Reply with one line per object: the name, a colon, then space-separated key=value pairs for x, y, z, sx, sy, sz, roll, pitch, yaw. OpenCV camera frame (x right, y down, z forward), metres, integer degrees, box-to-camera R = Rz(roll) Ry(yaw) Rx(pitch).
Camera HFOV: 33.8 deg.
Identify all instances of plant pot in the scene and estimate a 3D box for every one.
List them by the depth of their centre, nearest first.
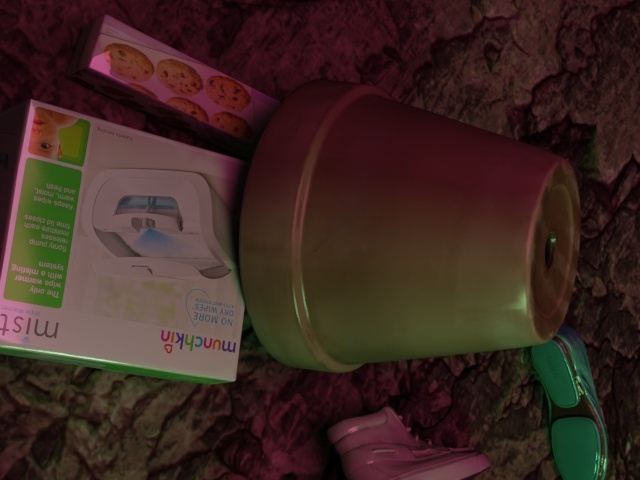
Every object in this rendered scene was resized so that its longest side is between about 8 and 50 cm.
plant pot: x=0.114 y=-0.006 z=1.113 sx=0.323 sy=0.280 sz=0.323 roll=-18 pitch=111 yaw=-60

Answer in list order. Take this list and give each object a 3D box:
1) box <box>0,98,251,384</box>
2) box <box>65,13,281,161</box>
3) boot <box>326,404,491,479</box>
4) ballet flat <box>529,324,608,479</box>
box: x=-0.210 y=0.012 z=1.048 sx=0.262 sy=0.126 sz=0.231 roll=15 pitch=76 yaw=-35
box: x=-0.118 y=-0.147 z=1.161 sx=0.324 sy=0.063 sz=0.067 roll=24 pitch=75 yaw=-32
boot: x=0.111 y=0.252 z=1.278 sx=0.258 sy=0.095 sz=0.123 roll=6 pitch=51 yaw=-56
ballet flat: x=0.359 y=0.228 z=1.467 sx=0.087 sy=0.083 sz=0.247 roll=-28 pitch=105 yaw=-48
